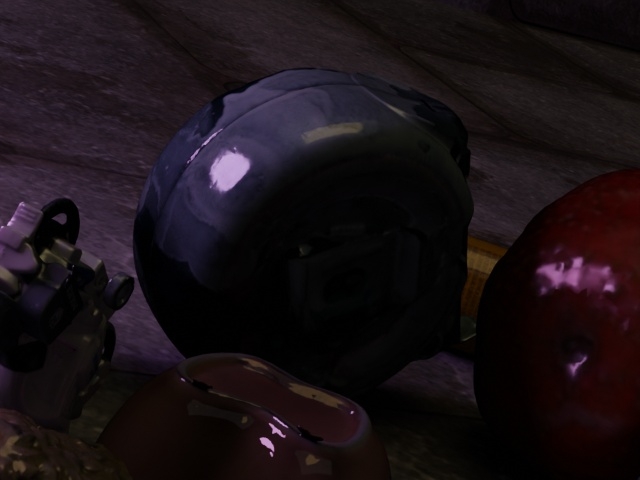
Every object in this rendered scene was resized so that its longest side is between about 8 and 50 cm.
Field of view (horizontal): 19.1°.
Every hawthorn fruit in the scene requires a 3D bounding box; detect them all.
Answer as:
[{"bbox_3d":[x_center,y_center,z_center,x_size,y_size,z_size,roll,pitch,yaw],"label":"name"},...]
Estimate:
[{"bbox_3d":[0.261,0.083,1.479,0.275,0.275,0.300,7,11,-34],"label":"hawthorn fruit"}]

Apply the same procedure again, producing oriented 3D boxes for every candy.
[{"bbox_3d":[-0.170,0.148,1.121,0.110,0.085,0.095,25,22,-18],"label":"candy"}]

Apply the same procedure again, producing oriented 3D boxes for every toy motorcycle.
[{"bbox_3d":[-0.184,0.070,1.186,0.102,0.221,0.150,28,63,20],"label":"toy motorcycle"}]

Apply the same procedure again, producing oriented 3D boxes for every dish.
[{"bbox_3d":[-0.039,0.139,1.260,0.213,0.090,0.213,18,16,-5],"label":"dish"}]

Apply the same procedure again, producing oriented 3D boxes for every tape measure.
[{"bbox_3d":[0.000,0.000,1.447,0.275,0.256,0.147,-16,34,-23],"label":"tape measure"}]

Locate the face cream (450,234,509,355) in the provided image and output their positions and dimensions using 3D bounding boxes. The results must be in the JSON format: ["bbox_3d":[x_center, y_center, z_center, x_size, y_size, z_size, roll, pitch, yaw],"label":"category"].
[{"bbox_3d":[0.186,0.067,1.723,0.349,0.105,0.105,19,16,2],"label":"face cream"}]

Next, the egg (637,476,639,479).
[{"bbox_3d":[0.274,0.208,1.236,0.169,0.169,0.236,22,15,11],"label":"egg"}]
